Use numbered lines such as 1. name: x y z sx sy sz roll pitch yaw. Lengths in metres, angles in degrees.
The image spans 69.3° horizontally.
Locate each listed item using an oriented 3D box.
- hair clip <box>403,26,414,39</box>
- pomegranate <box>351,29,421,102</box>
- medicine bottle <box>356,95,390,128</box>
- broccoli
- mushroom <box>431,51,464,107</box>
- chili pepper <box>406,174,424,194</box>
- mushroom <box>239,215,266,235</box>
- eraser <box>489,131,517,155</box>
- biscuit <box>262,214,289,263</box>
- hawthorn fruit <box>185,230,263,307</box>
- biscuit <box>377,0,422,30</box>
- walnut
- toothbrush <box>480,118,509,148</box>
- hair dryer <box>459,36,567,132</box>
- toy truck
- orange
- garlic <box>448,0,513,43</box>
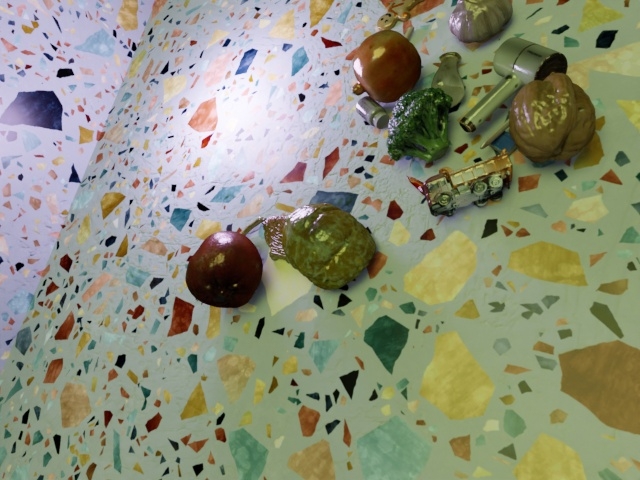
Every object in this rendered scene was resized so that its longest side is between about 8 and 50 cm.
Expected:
1. hair clip: 0.302 -0.777 1.880 0.226 0.034 0.072 -38 57 9
2. pomegranate: 0.232 -0.632 1.720 0.270 0.252 0.229 -44 48 13
3. medicine bottle: 0.203 -0.489 1.777 0.079 0.079 0.140 -43 52 8
4. broccoli: 0.338 -0.388 1.574 0.269 0.261 0.241 -26 75 -26
5. mushroom: 0.454 -0.577 1.664 0.116 0.093 0.225 -6 55 17
6. chili pepper: 0.351 -0.175 1.570 0.045 0.027 0.178 -49 52 -2
7. mushroom: -0.295 -0.045 1.880 0.187 0.061 0.060 -40 42 19
8. eraser: 0.589 -0.314 1.487 0.063 0.027 0.084 -46 52 6
9. biscuit: -0.168 -0.014 1.815 0.228 0.031 0.176 25 81 37
10. hawthorn fruit: -0.347 0.102 1.734 0.295 0.295 0.311 -6 42 30
11. biscuit: 0.335 -0.982 1.960 0.234 0.030 0.153 -41 51 8
12. walnut: 0.666 -0.355 1.347 0.224 0.257 0.257 4 67 -1
13. toothbrush: 0.621 -0.398 1.484 0.307 0.025 0.029 -42 44 -3
14. hair dryer: 0.579 -0.477 1.493 0.362 0.128 0.203 -44 43 10
15. toy truck: 0.456 -0.174 1.434 0.270 0.114 0.135 -19 62 13
16. orange: 0.000 0.000 1.597 0.369 0.210 0.271 35 86 36
17. garlic: 0.553 -0.832 1.640 0.219 0.212 0.218 -15 55 23
